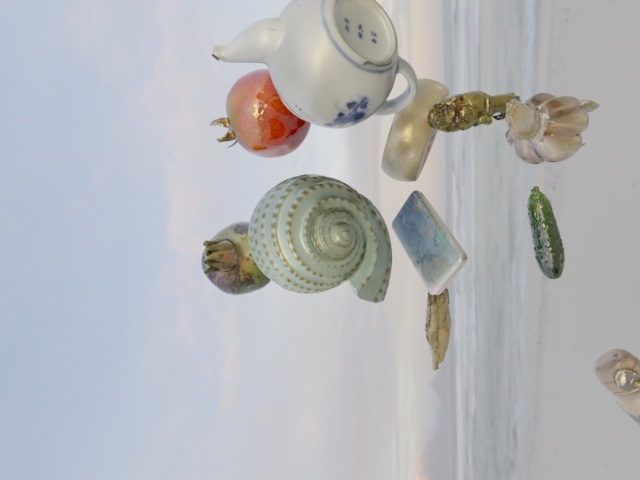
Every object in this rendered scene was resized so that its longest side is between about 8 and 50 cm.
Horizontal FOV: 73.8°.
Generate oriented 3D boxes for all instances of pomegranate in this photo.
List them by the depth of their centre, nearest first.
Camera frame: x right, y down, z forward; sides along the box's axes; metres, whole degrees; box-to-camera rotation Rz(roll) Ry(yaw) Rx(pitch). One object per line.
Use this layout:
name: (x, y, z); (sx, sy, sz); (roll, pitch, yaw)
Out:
pomegranate: (-0.149, -0.314, 1.079); (0.221, 0.257, 0.220); (-18, -90, -85)
pomegranate: (-0.253, 0.038, 1.223); (0.277, 0.222, 0.204); (31, -168, -45)

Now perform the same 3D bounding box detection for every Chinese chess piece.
Chinese chess piece: (0.249, -0.286, 1.123); (0.273, 0.102, 0.272); (22, -90, -78)

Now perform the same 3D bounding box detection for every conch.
conch: (0.008, -0.014, 0.832); (0.214, 0.303, 0.319); (-65, 23, 11)

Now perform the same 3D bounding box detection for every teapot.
teapot: (0.009, -0.333, 0.838); (0.425, 0.280, 0.251); (7, -107, -29)

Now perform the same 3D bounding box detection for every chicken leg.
chicken leg: (0.349, -0.287, 0.937); (0.103, 0.228, 0.088); (-153, 55, -84)

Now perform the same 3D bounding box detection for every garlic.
garlic: (0.426, -0.213, 0.781); (0.194, 0.131, 0.127); (-26, -57, -25)

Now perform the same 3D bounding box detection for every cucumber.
cucumber: (0.530, -0.018, 1.010); (0.069, 0.069, 0.227); (-35, -71, -71)

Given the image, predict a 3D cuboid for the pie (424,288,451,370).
pie: (0.341, 0.251, 1.232); (0.128, 0.069, 0.282); (-55, -36, -47)

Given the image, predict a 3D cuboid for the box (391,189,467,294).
box: (0.277, -0.001, 1.123); (0.142, 0.044, 0.284); (-63, 32, 34)

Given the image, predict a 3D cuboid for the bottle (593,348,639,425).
bottle: (0.620, 0.302, 0.801); (0.209, 0.097, 0.110); (46, -164, 11)
